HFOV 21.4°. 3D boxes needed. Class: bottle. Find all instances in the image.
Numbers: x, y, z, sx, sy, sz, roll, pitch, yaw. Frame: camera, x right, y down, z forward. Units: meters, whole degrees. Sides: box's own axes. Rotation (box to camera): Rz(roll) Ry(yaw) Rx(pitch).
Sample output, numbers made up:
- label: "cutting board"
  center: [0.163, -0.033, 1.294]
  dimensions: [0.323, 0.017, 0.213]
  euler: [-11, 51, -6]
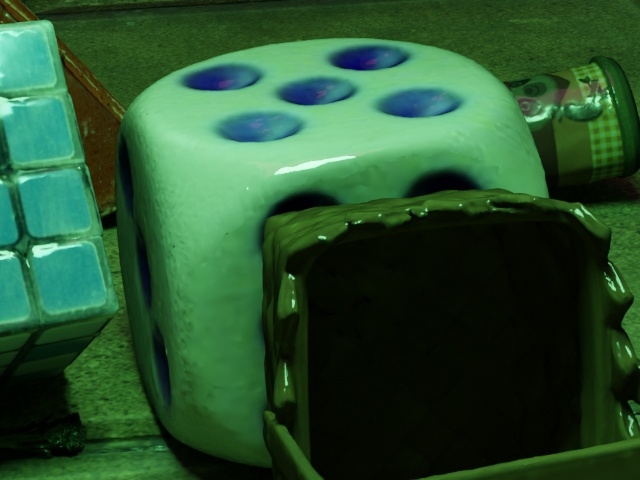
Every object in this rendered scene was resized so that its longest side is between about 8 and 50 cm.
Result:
- label: "bottle"
  center: [0.194, -0.098, 1.775]
  dimensions: [0.271, 0.143, 0.156]
  euler: [-13, -3, 0]

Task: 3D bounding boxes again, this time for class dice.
- label: "dice"
  center: [0.000, 0.000, 1.406]
  dimensions: [0.304, 0.277, 0.304]
  euler: [-7, 22, -15]

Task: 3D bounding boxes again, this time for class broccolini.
- label: "broccolini"
  center: [-0.257, 0.167, 1.363]
  dimensions: [0.139, 0.030, 0.035]
  euler: [-11, 60, -8]

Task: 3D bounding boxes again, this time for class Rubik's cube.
- label: "Rubik's cube"
  center: [-0.331, -0.006, 1.366]
  dimensions: [0.256, 0.259, 0.253]
  euler: [-11, -12, -23]

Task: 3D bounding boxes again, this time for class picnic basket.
- label: "picnic basket"
  center: [0.089, 0.114, 1.103]
  dimensions: [0.254, 0.291, 0.321]
  euler: [-7, 11, -13]

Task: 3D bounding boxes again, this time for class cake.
- label: "cake"
  center: [-0.308, -0.134, 1.803]
  dimensions: [0.159, 0.262, 0.158]
  euler: [-42, 20, 6]
